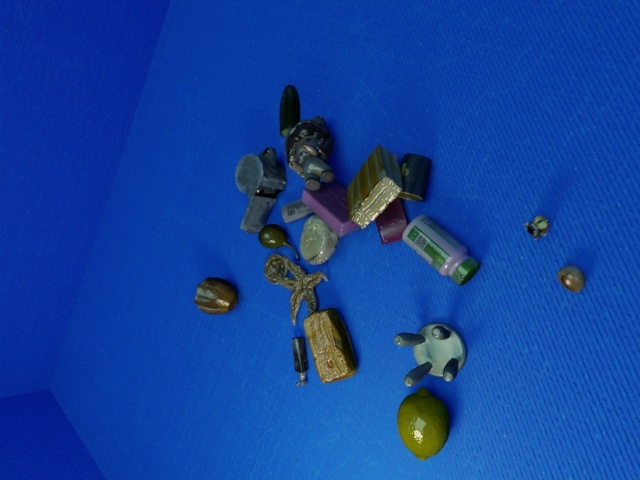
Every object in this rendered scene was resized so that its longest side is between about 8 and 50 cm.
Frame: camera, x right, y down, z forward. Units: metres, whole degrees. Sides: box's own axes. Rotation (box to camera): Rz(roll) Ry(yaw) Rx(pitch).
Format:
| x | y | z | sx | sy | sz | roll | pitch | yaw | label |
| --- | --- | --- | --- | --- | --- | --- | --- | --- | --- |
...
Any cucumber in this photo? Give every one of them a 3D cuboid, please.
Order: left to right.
| x | y | z | sx | sy | sz | roll | pitch | yaw | label |
| --- | --- | --- | --- | --- | --- | --- | --- | --- | --- |
| -0.160 | -0.637 | 1.988 | 0.115 | 0.063 | 0.244 | -8 | 80 | 33 | cucumber |

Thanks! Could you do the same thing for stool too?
| x | y | z | sx | sy | sz | roll | pitch | yaw | label |
| --- | --- | --- | --- | --- | --- | --- | --- | --- | --- |
| 0.383 | 0.389 | 1.433 | 0.195 | 0.198 | 0.196 | -20 | 73 | 32 | stool |

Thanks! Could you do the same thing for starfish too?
| x | y | z | sx | sy | sz | roll | pitch | yaw | label |
| --- | --- | --- | --- | --- | --- | --- | --- | --- | --- |
| -0.101 | 0.211 | 1.862 | 0.302 | 0.060 | 0.299 | 44 | 115 | 23 | starfish |

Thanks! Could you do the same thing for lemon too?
| x | y | z | sx | sy | sz | roll | pitch | yaw | label |
| --- | --- | --- | --- | --- | --- | --- | --- | --- | --- |
| 0.358 | 0.644 | 1.436 | 0.184 | 0.184 | 0.249 | -2 | 83 | 34 | lemon |

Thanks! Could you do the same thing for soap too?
| x | y | z | sx | sy | sz | roll | pitch | yaw | label |
| --- | --- | --- | --- | --- | --- | --- | --- | --- | --- |
| 0.069 | -0.142 | 1.705 | 0.259 | 0.181 | 0.081 | 45 | 141 | 30 | soap |

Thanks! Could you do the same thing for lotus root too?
| x | y | z | sx | sy | sz | roll | pitch | yaw | label |
| --- | --- | --- | --- | --- | --- | --- | --- | --- | --- |
| -0.510 | 0.299 | 2.067 | 0.179 | 0.188 | 0.199 | 25 | 98 | 19 | lotus root |

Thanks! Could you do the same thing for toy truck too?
| x | y | z | sx | sy | sz | roll | pitch | yaw | label |
| --- | --- | --- | --- | --- | --- | --- | --- | --- | --- |
| 0.693 | -0.041 | 1.309 | 0.062 | 0.123 | 0.052 | -38 | 66 | 19 | toy truck |

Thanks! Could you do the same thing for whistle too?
| x | y | z | sx | sy | sz | roll | pitch | yaw | label |
| --- | --- | --- | --- | --- | --- | --- | --- | --- | --- |
| -0.283 | -0.235 | 1.969 | 0.188 | 0.168 | 0.406 | -2 | 89 | 35 | whistle |

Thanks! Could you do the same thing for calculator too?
| x | y | z | sx | sy | sz | roll | pitch | yaw | label |
| --- | --- | --- | --- | --- | --- | --- | --- | --- | --- |
| 0.277 | -0.086 | 1.628 | 0.126 | 0.034 | 0.191 | -18 | 74 | 11 | calculator |

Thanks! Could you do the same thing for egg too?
| x | y | z | sx | sy | sz | roll | pitch | yaw | label |
| --- | --- | --- | --- | --- | --- | --- | --- | --- | --- |
| 0.776 | 0.118 | 1.268 | 0.071 | 0.071 | 0.083 | -29 | 88 | 29 | egg |

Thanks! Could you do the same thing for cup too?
| x | y | z | sx | sy | sz | roll | pitch | yaw | label |
| --- | --- | --- | --- | --- | --- | --- | --- | --- | --- |
| 0.337 | -0.243 | 1.580 | 0.176 | 0.131 | 0.155 | 17 | 91 | 53 | cup |

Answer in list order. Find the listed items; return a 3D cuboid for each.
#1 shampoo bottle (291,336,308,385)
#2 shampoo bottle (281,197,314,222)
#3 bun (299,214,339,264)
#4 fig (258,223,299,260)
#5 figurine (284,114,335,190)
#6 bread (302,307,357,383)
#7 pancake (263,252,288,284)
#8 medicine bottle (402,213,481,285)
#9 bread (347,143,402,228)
| x | y | z | sx | sy | sz | roll | pitch | yaw | label |
| --- | --- | --- | --- | --- | --- | --- | --- | --- | --- |
| -0.091 | 0.536 | 1.824 | 0.063 | 0.057 | 0.208 | -15 | 77 | 32 | shampoo bottle |
| -0.076 | -0.151 | 1.883 | 0.227 | 0.055 | 0.086 | -19 | 73 | 31 | shampoo bottle |
| 0.000 | 0.000 | 1.769 | 0.220 | 0.134 | 0.221 | -20 | 66 | 55 | bun |
| -0.183 | 0.014 | 1.918 | 0.236 | 0.124 | 0.124 | 35 | 105 | 17 | fig |
| -0.036 | -0.366 | 1.757 | 0.248 | 0.203 | 0.381 | -43 | 39 | 26 | figurine |
| 0.035 | 0.432 | 1.704 | 0.166 | 0.132 | 0.295 | -30 | 68 | 28 | bread |
| -0.214 | 0.136 | 1.968 | 0.151 | 0.025 | 0.152 | -3 | 85 | 35 | pancake |
| 0.432 | 0.035 | 1.472 | 0.274 | 0.133 | 0.133 | 45 | 110 | 30 | medicine bottle |
| 0.199 | -0.197 | 1.560 | 0.239 | 0.110 | 0.246 | -53 | 21 | 34 | bread |
